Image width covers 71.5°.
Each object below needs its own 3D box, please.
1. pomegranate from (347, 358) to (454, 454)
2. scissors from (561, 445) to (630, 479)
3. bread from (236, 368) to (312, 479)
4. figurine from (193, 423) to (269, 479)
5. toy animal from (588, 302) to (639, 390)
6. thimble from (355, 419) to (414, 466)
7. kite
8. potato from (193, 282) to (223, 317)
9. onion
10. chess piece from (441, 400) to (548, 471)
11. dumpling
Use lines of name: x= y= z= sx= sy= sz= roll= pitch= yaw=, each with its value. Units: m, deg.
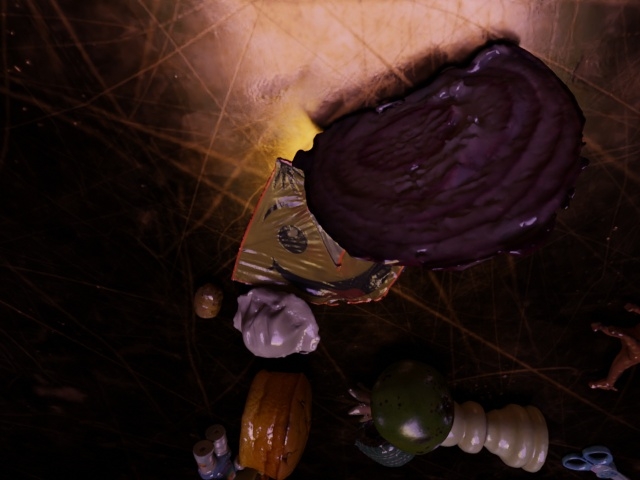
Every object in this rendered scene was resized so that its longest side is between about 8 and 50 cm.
pomegranate: x=0.164 y=0.342 z=0.929 sx=0.224 sy=0.181 sz=0.181 roll=-16 pitch=131 yaw=43
scissors: x=0.781 y=0.629 z=1.222 sx=0.256 sy=0.030 sz=0.125 roll=34 pitch=126 yaw=-21
bread: x=-0.093 y=0.397 z=0.965 sx=0.142 sy=0.195 sz=0.270 roll=11 pitch=128 yaw=6
figurine: x=-0.259 y=0.659 z=1.246 sx=0.205 sy=0.224 sz=0.382 roll=5 pitch=109 yaw=27
toy animal: x=0.591 y=0.214 z=0.855 sx=0.229 sy=0.066 sz=0.224 roll=33 pitch=125 yaw=-29
thimble: x=0.160 y=0.463 z=1.057 sx=0.135 sy=0.118 sz=0.090 roll=-18 pitch=124 yaw=37
kite: x=0.000 y=0.001 z=0.736 sx=0.377 sy=0.013 sz=0.327 roll=-13 pitch=128 yaw=18
potato: x=-0.208 y=0.111 z=0.824 sx=0.051 sy=0.040 sz=0.083 roll=22 pitch=127 yaw=-3
onion: x=0.134 y=-0.062 z=0.524 sx=0.314 sy=0.280 sz=0.146 roll=-15 pitch=143 yaw=16
chess piece: x=0.360 y=0.430 z=1.014 sx=0.251 sy=0.144 sz=0.144 roll=9 pitch=131 yaw=2
dumpling: x=-0.090 y=0.146 z=0.810 sx=0.188 sy=0.108 sz=0.127 roll=5 pitch=122 yaw=30
